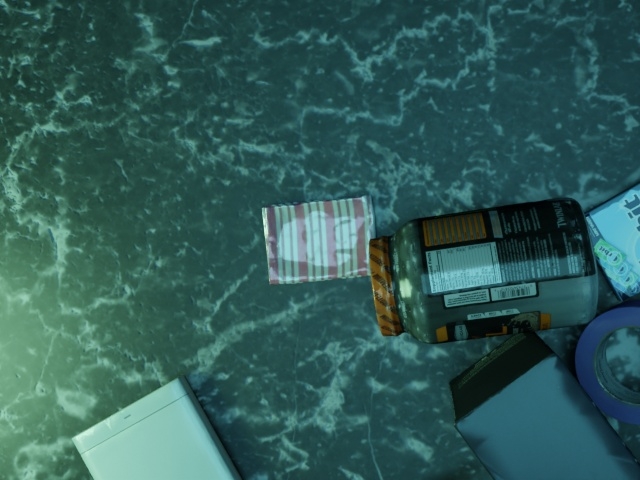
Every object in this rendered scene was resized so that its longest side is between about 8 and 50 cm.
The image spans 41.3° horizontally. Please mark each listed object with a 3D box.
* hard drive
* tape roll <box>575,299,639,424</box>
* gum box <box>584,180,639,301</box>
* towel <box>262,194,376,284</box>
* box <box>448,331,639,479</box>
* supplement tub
[{"bbox_3d":[-0.261,0.451,1.518,0.233,0.047,0.353,-30,88,7],"label":"hard drive"},{"bbox_3d":[0.512,0.193,1.358,0.189,0.080,0.189,4,98,30],"label":"tape roll"},{"bbox_3d":[0.538,-0.012,1.404,0.184,0.041,0.157,-30,88,8],"label":"gum box"},{"bbox_3d":[0.000,0.000,1.482,0.197,0.029,0.144,-5,91,8],"label":"towel"},{"bbox_3d":[0.369,0.333,1.298,0.179,0.312,0.343,-37,87,7],"label":"box"},{"bbox_3d":[0.255,0.053,1.360,0.338,0.207,0.207,-8,90,8],"label":"supplement tub"}]
